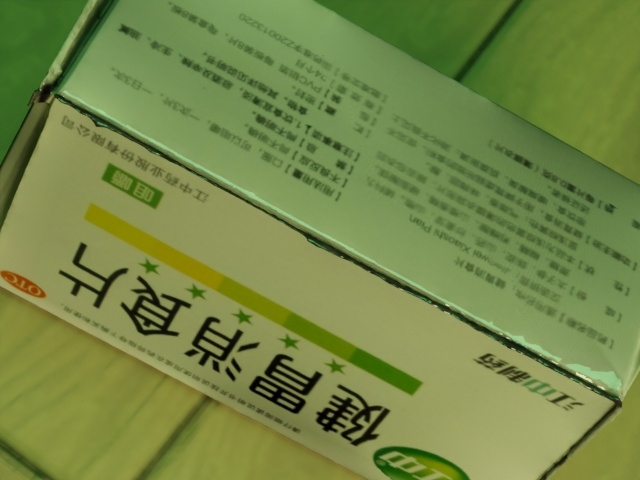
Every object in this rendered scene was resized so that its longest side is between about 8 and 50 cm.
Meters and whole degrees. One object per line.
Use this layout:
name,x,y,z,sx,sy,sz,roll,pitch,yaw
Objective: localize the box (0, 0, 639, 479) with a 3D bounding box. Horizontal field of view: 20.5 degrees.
box,-0.002,-0.001,0.929,0.332,0.173,0.145,28,50,-4
